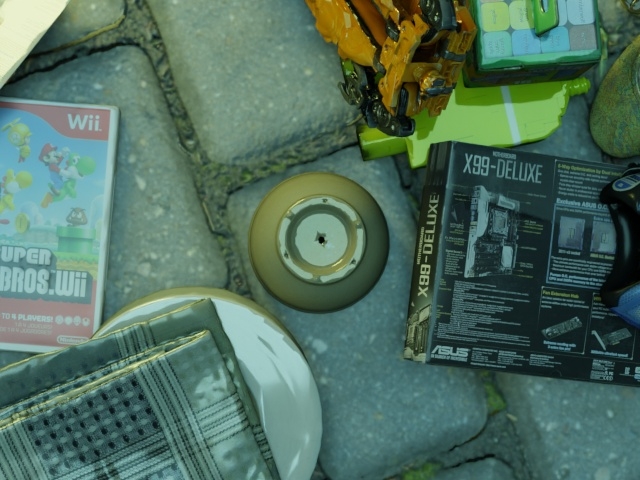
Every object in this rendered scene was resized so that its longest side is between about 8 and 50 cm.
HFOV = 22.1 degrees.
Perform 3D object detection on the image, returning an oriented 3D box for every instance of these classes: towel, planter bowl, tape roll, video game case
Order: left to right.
[{"bbox_3d":[-0.338,-0.017,1.840,0.204,0.025,0.285,5,87,-1],"label":"video game case"},{"bbox_3d":[-0.204,0.254,1.710,0.312,0.056,0.324,-22,94,-2],"label":"towel"},{"bbox_3d":[-0.142,0.194,1.787,0.286,0.100,0.286,0,95,-3],"label":"tape roll"},{"bbox_3d":[0.000,0.000,1.807,0.162,0.109,0.162,0,87,-2],"label":"planter bowl"}]

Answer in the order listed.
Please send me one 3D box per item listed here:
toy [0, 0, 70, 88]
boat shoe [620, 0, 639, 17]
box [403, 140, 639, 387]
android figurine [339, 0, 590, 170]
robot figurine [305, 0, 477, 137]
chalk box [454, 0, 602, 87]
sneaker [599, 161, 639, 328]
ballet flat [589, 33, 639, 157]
[{"bbox_3d":[-0.374,-0.209,1.819,0.137,0.056,0.237,28,77,28],"label":"toy"},{"bbox_3d":[0.345,-0.327,1.867,0.056,0.048,0.153,-22,82,10],"label":"boat shoe"},{"bbox_3d":[0.257,0.030,1.794,0.308,0.076,0.242,7,89,-15],"label":"box"},{"bbox_3d":[0.166,-0.178,1.845,0.273,0.056,0.248,-14,88,-2],"label":"android figurine"},{"bbox_3d":[0.071,-0.246,1.726,0.085,0.211,0.291,-4,44,-28],"label":"robot figurine"},{"bbox_3d":[0.216,-0.239,1.713,0.132,0.213,0.132,-4,88,0],"label":"chalk box"},{"bbox_3d":[0.385,-0.058,1.723,0.147,0.130,0.330,20,85,-18],"label":"sneaker"},{"bbox_3d":[0.445,-0.226,1.826,0.348,0.123,0.123,-38,89,-2],"label":"ballet flat"}]
